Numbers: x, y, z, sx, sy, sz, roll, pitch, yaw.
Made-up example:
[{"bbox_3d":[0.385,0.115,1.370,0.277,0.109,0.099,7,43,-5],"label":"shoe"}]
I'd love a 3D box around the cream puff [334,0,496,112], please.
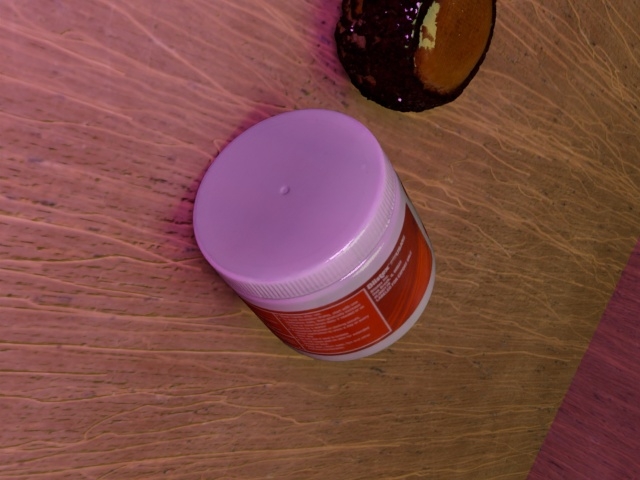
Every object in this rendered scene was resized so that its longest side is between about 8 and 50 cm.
[{"bbox_3d":[0.121,-0.289,1.229,0.239,0.165,0.239,-32,135,-38],"label":"cream puff"}]

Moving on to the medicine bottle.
[{"bbox_3d":[0.000,0.000,1.188,0.252,0.252,0.241,-54,145,-13],"label":"medicine bottle"}]
